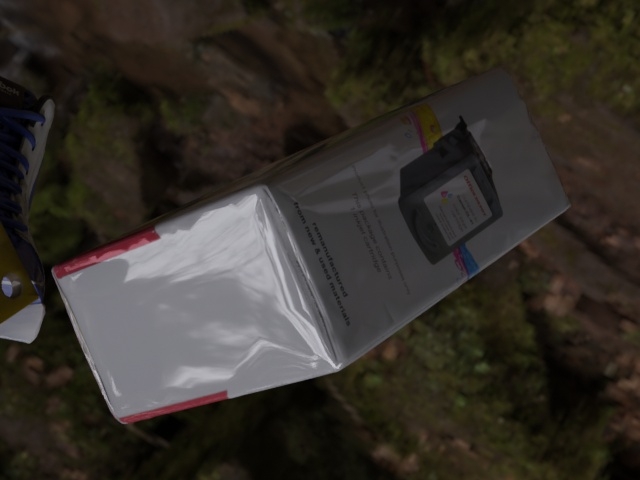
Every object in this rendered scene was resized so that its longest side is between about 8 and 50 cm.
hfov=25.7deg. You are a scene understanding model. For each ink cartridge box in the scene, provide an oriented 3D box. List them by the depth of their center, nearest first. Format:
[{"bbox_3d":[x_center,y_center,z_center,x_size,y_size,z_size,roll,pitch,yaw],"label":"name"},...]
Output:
[{"bbox_3d":[0.000,0.000,1.003,0.226,0.306,0.131,-20,97,41],"label":"ink cartridge box"}]

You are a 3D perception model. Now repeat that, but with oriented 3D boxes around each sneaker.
[{"bbox_3d":[-0.280,-0.042,1.096,0.127,0.182,0.315,13,-172,-21],"label":"sneaker"}]

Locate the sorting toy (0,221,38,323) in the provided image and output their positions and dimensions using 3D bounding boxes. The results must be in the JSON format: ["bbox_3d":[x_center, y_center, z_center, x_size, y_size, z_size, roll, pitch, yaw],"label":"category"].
[{"bbox_3d":[-0.232,-0.033,0.550,0.046,0.132,0.274,-13,131,40],"label":"sorting toy"}]
